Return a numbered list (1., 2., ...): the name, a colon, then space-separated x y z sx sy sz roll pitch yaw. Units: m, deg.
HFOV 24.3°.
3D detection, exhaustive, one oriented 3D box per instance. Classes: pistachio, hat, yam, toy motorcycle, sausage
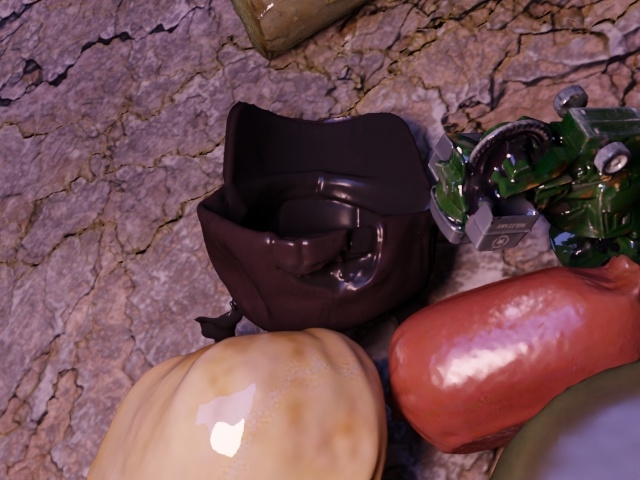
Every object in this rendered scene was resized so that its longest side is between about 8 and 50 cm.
1. pistachio: -0.074 0.208 1.299 0.321 0.229 0.238 -48 57 9
2. hat: -0.003 0.010 1.448 0.238 0.209 0.336 1 29 -4
3. yam: 0.011 -0.323 1.629 0.268 0.161 0.161 -28 52 6
4. toy motorcycle: 0.211 -0.043 1.311 0.124 0.275 0.187 63 141 35
5. sausage: 0.172 0.100 1.289 0.254 0.148 0.148 -18 54 16

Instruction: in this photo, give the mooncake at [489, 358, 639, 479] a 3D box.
1. mooncake: 0.280 0.266 1.086 0.357 0.194 0.356 -10 60 17
